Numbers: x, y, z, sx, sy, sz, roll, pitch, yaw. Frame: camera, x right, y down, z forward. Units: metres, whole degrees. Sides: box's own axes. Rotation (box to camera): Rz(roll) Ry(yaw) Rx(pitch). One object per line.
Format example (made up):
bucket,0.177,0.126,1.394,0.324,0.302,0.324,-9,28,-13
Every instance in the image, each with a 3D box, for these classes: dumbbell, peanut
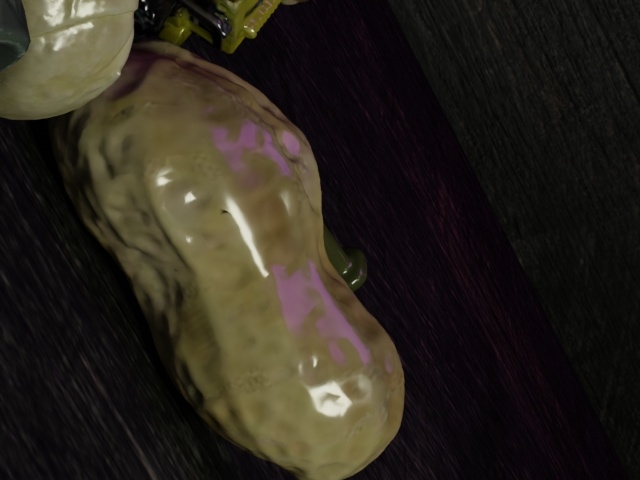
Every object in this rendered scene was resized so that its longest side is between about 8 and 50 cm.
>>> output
dumbbell,0.000,0.000,1.664,0.118,0.046,0.052,54,23,-44
peanut,-0.055,0.014,1.176,0.313,0.149,0.149,64,12,-6

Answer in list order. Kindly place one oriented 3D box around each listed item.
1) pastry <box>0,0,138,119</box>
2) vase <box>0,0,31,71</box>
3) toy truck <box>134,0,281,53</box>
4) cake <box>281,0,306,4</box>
pastry,-0.165,-0.142,1.027,0.092,0.156,0.156,-12,74,-35
vase,-0.232,-0.222,0.900,0.251,0.156,0.301,16,57,-80
toy truck,-0.073,-0.210,1.104,0.111,0.136,0.286,32,-16,13
cake,-0.068,-0.338,1.605,0.286,0.222,0.227,63,14,-17
